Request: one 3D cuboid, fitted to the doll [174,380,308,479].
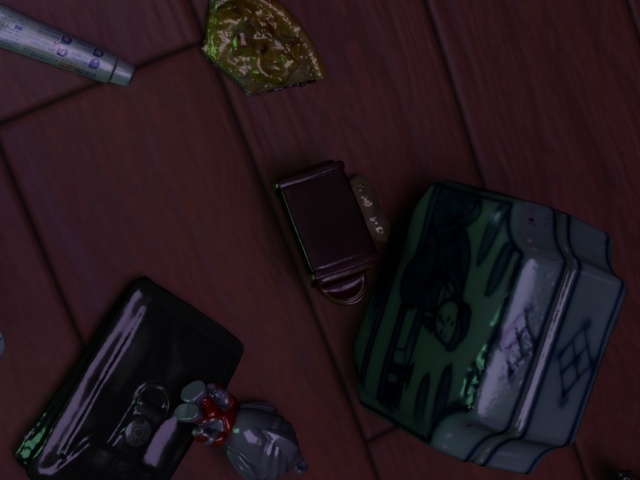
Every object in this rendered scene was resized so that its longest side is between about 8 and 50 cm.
[{"bbox_3d":[-0.083,0.210,1.656,0.180,0.079,0.094,35,55,-30],"label":"doll"}]

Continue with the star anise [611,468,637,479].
[{"bbox_3d":[0.412,0.343,1.855,0.231,0.089,0.209,-28,118,-9],"label":"star anise"}]

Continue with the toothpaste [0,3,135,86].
[{"bbox_3d":[-0.294,-0.208,1.549,0.218,0.033,0.052,20,86,-19],"label":"toothpaste"}]

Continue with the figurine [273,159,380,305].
[{"bbox_3d":[0.001,0.001,1.648,0.082,0.098,0.154,-18,83,-20],"label":"figurine"}]

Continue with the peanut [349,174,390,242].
[{"bbox_3d":[0.054,-0.034,1.699,0.037,0.037,0.083,-33,105,-13],"label":"peanut"}]

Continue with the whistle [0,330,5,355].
[{"bbox_3d":[-0.411,0.012,1.471,0.163,0.163,0.289,-44,108,-10],"label":"whistle"}]

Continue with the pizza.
[{"bbox_3d":[-0.065,-0.211,1.629,0.160,0.036,0.099,43,82,-20],"label":"pizza"}]

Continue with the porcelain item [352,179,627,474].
[{"bbox_3d":[0.169,0.087,1.627,0.157,0.286,0.281,18,93,-27],"label":"porcelain item"}]

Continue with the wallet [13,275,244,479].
[{"bbox_3d":[-0.199,0.177,1.630,0.168,0.052,0.245,35,82,-25],"label":"wallet"}]
